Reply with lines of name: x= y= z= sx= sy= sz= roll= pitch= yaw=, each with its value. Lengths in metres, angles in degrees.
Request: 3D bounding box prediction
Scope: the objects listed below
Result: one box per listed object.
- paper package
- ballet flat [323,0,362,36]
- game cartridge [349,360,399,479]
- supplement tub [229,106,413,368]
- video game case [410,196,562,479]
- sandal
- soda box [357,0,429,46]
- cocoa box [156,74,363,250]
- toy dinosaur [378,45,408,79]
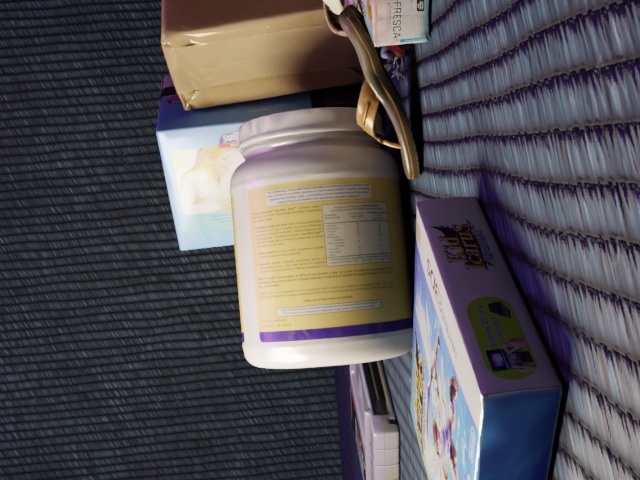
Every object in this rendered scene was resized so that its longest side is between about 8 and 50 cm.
paper package: x=-0.080 y=-0.389 z=1.312 sx=0.168 sy=0.310 sz=0.324 roll=77 pitch=-174 yaw=-58
ballet flat: x=0.014 y=-0.394 z=1.034 sx=0.108 sy=0.106 sz=0.316 roll=21 pitch=140 yaw=48
game cartridge: x=0.097 y=0.337 z=1.628 sx=0.355 sy=0.068 sz=0.230 roll=-101 pitch=11 yaw=-61
supplement tub: x=0.000 y=0.000 z=1.178 sx=0.241 sy=0.241 sz=0.331 roll=134 pitch=132 yaw=-86
video game case: x=0.128 y=0.139 z=0.734 sx=0.244 sy=0.061 sz=0.269 roll=-98 pitch=4 yaw=-55
sandal: x=0.063 y=-0.171 z=1.018 sx=0.090 sy=0.060 sz=0.219 roll=-87 pitch=-28 yaw=-68
soda box: x=0.077 y=-0.282 z=0.963 sx=0.183 sy=0.063 sz=0.058 roll=-98 pitch=3 yaw=-55
cocoa box: x=-0.081 y=-0.151 z=1.421 sx=0.228 sy=0.347 sz=0.231 roll=-100 pitch=3 yaw=-56
toy dinosaur: x=0.096 y=-0.249 z=1.094 sx=0.090 sy=0.047 sz=0.082 roll=-32 pitch=47 yaw=49
